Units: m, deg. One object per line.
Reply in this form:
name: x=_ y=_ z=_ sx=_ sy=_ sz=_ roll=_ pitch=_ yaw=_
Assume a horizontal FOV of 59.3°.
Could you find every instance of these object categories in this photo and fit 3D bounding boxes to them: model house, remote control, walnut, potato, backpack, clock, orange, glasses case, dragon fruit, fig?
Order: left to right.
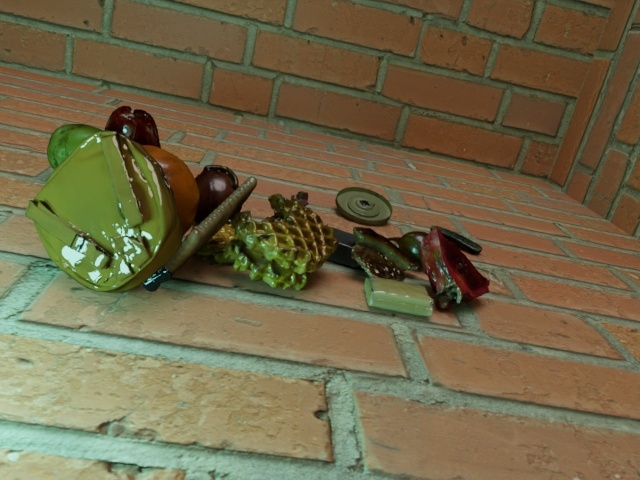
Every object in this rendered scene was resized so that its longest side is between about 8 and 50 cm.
potato: x=-0.764 y=-0.273 z=1.870 sx=0.304 sy=0.216 sz=0.216 roll=28 pitch=23 yaw=14
backpack: x=-0.487 y=-0.049 z=1.308 sx=0.378 sy=0.353 sz=0.201 roll=58 pitch=15 yaw=20
walnut: x=-0.699 y=-0.365 z=2.064 sx=0.221 sy=0.269 sz=0.244 roll=-11 pitch=34 yaw=-43
orange: x=-0.467 y=-0.117 z=1.535 sx=0.284 sy=0.284 sz=0.226 roll=18 pitch=25 yaw=14
fig: x=-0.341 y=-0.148 z=1.823 sx=0.205 sy=0.205 sz=0.205 roll=12 pitch=20 yaw=-4
model house: x=-0.075 y=-0.158 z=2.212 sx=0.058 sy=0.057 sz=0.083 roll=16 pitch=18 yaw=22
glasses case: x=0.000 y=0.000 z=1.816 sx=0.323 sy=0.074 sz=0.131 roll=17 pitch=21 yaw=10
clock: x=0.175 y=-0.143 z=2.272 sx=0.235 sy=0.029 sz=0.235 roll=11 pitch=37 yaw=-9
fig: x=0.291 y=0.016 z=1.921 sx=0.124 sy=0.124 sz=0.236 roll=-5 pitch=16 yaw=-41
dragon fruit: x=0.369 y=0.117 z=1.657 sx=0.262 sy=0.134 sz=0.211 roll=46 pitch=31 yaw=-15
remote control: x=0.529 y=-0.004 z=2.206 sx=0.222 sy=0.042 sz=0.072 roll=29 pitch=25 yaw=33

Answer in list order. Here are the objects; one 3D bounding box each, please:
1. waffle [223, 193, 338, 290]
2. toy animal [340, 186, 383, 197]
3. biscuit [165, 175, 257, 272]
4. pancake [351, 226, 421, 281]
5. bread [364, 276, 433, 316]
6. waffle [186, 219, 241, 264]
waffle: x=-0.103 y=0.001 z=1.563 sx=0.261 sy=0.151 sz=0.324 roll=35 pitch=31 yaw=9
toy animal: x=0.176 y=-0.165 z=2.369 sx=0.136 sy=0.073 sz=0.181 roll=27 pitch=25 yaw=25
biscuit: x=-0.287 y=-0.034 z=1.468 sx=0.044 sy=0.217 sz=0.325 roll=44 pitch=38 yaw=-8
pancake: x=0.187 y=0.037 z=1.736 sx=0.257 sy=0.056 sz=0.212 roll=-10 pitch=61 yaw=-55
bread: x=0.215 y=0.153 z=1.570 sx=0.178 sy=0.060 sz=0.139 roll=10 pitch=21 yaw=-9
waffle: x=-0.255 y=0.003 z=1.669 sx=0.262 sy=0.060 sz=0.280 roll=17 pitch=21 yaw=10
